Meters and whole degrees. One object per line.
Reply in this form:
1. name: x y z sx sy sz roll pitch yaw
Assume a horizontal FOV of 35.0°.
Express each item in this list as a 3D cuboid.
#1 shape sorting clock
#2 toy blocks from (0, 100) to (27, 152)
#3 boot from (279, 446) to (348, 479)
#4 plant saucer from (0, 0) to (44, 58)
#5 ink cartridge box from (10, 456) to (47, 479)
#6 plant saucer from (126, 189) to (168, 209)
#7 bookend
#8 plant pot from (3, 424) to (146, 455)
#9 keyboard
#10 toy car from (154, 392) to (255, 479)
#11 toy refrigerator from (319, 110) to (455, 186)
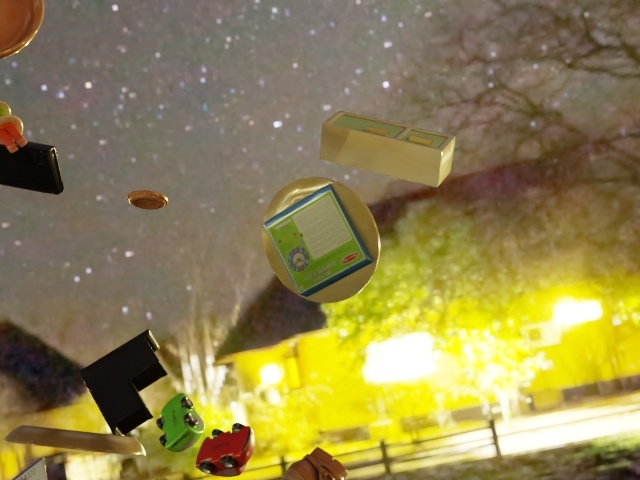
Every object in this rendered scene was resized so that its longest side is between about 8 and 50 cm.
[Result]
1. shape sorting clock: 0.000 0.000 1.614 0.206 0.206 0.040 -16 2 30
2. toy blocks: -0.508 -0.156 1.552 0.123 0.148 0.054 -10 -49 -35
3. boot: 0.014 0.527 2.088 0.152 0.197 0.073 -36 -8 -47
4. plant saucer: -0.492 -0.328 1.424 0.200 0.199 0.037 -8 -23 -24
5. ink cartridge box: -0.586 0.647 1.995 0.324 0.330 0.071 -37 -36 28
6. plant saucer: -0.354 -0.081 2.076 0.084 0.013 0.083 2 -21 1
7. bookend: -0.353 0.280 1.937 0.157 0.156 0.072 -33 -33 -11
8. plant pot: -0.411 0.336 1.713 0.236 0.032 0.236 6 -13 1
9. keyboard: -0.632 -0.185 1.866 0.317 0.033 0.201 11 -42 12
10. toy car: -0.187 0.304 1.452 0.239 0.053 0.225 -41 29 10
11. toy refrigerator: 0.142 -0.202 2.167 0.270 0.094 0.102 16 29 19
